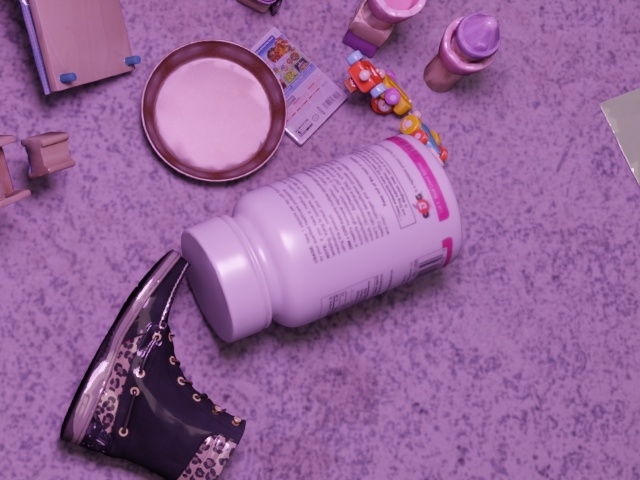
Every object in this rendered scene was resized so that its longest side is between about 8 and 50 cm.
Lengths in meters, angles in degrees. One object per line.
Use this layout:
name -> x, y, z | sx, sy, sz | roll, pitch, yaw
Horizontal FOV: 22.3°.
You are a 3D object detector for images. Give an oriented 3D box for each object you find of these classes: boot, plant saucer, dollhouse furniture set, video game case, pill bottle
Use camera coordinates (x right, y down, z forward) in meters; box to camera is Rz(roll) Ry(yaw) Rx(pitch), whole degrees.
boot -> -0.155, 0.148, 1.770 | 0.179, 0.085, 0.236 | 30, 78, -8
plant saucer -> -0.123, -0.148, 1.873 | 0.168, 0.029, 0.168 | 1, 81, -9
dollhouse furniture set -> -0.351, -0.203, 1.819 | 0.303, 0.198, 0.286 | -27, 108, -49
video game case -> -0.040, -0.182, 1.919 | 0.122, 0.011, 0.087 | 44, 71, -1
pill bottle -> 0.000, 0.000, 1.804 | 0.283, 0.160, 0.160 | -22, 83, -19

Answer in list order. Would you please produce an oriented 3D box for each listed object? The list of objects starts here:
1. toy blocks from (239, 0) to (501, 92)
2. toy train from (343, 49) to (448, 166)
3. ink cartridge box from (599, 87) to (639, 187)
toy blocks -> 0.105, -0.370, 1.871 | 0.309, 0.260, 0.288 | 25, 72, -7
toy train -> 0.082, -0.145, 1.896 | 0.046, 0.125, 0.166 | -36, 92, 17
ink cartridge box -> 0.471, -0.097, 2.006 | 0.171, 0.056, 0.235 | -22, 85, -18
